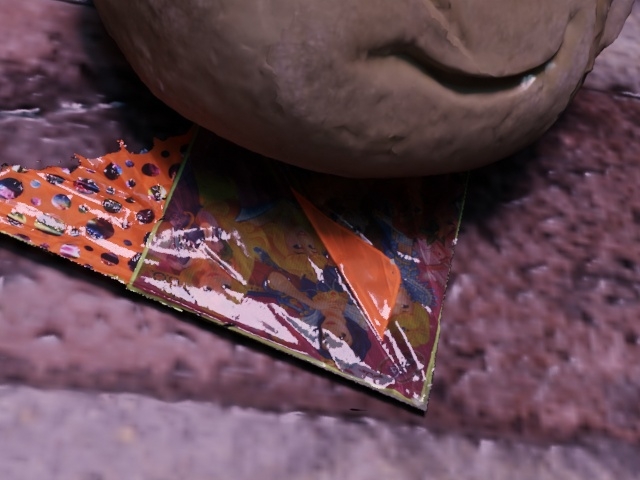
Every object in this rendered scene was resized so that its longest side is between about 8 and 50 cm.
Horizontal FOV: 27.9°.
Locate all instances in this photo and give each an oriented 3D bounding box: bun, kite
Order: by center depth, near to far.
[{"bbox_3d":[0.000,0.001,0.393,0.222,0.008,0.125,-19,63,-28],"label":"kite"},{"bbox_3d":[0.018,-0.107,0.400,0.173,0.113,0.166,-29,58,-32],"label":"bun"}]
